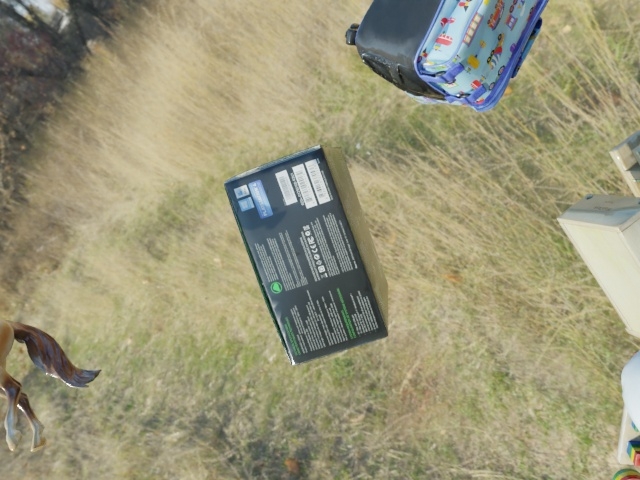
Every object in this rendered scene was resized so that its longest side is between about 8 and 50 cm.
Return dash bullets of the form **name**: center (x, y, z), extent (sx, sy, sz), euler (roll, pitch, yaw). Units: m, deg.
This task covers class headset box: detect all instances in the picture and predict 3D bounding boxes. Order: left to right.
- **headset box**: center (0.000, 0.000, 0.791), extent (0.131, 0.247, 0.283), euler (-18, 7, 10)

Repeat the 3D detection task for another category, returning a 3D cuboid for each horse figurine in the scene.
- **horse figurine**: center (-0.337, 0.120, 0.489), extent (0.066, 0.263, 0.175), euler (-37, 72, 27)

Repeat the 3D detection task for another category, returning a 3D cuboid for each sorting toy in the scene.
- **sorting toy**: center (0.533, 0.285, 0.836), extent (0.046, 0.132, 0.275), euler (-70, -22, -71)

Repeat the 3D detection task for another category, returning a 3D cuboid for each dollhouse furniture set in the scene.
- **dollhouse furniture set**: center (0.389, -0.026, 0.537), extent (0.242, 0.161, 0.212), euler (-37, 10, -1)

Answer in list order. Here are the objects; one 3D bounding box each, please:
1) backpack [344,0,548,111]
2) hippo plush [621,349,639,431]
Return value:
- **backpack**: center (0.129, -0.188, 0.486), extent (0.116, 0.173, 0.158), euler (34, 100, 37)
- **hippo plush**: center (0.343, 0.147, 0.358), extent (0.294, 0.237, 0.234), euler (-42, -5, 37)
